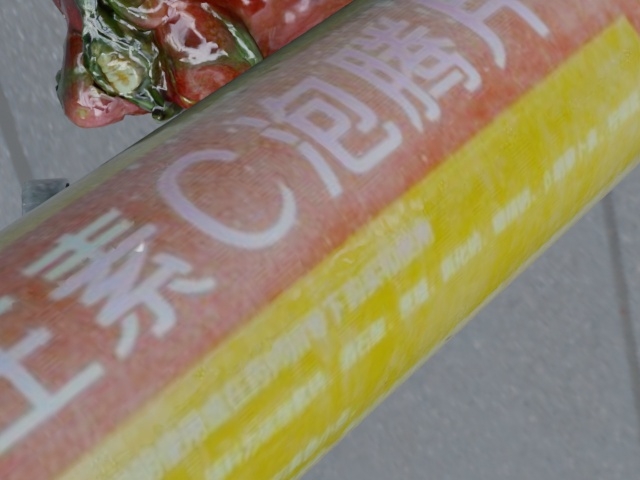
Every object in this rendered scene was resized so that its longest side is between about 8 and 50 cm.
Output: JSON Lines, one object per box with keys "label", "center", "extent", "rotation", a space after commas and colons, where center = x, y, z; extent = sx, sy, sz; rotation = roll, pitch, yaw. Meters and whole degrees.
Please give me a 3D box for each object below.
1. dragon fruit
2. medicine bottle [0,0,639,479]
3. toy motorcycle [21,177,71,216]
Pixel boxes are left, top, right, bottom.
{"label": "dragon fruit", "center": [-0.037, -0.179, 0.672], "extent": [0.198, 0.200, 0.269], "rotation": [17, 120, 15]}
{"label": "medicine bottle", "center": [0.000, 0.000, 0.428], "extent": [0.426, 0.108, 0.108], "rotation": [-39, 125, -39]}
{"label": "toy motorcycle", "center": [-0.164, 0.108, 0.674], "extent": [0.205, 0.275, 0.127], "rotation": [-3, 144, -6]}
